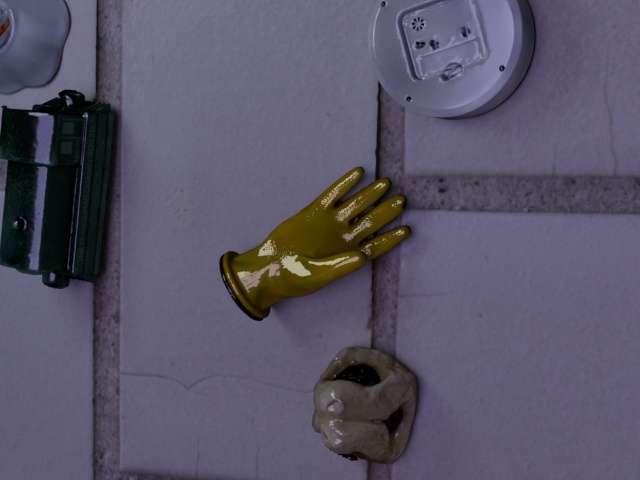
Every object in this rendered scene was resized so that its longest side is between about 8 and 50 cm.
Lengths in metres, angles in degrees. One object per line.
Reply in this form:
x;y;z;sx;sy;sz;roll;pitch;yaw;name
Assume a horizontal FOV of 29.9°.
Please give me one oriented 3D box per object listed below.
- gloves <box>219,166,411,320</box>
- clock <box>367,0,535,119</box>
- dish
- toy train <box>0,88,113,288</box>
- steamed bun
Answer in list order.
-0.001;-0.001;1.798;0.294;0.116;0.133;-31;88;17;gloves
0.183;-0.286;1.697;0.230;0.083;0.230;3;97;25;clock
-0.537;-0.360;2.023;0.229;0.081;0.229;2;95;24;dish
-0.439;-0.082;1.946;0.139;0.178;0.330;9;96;23;toy train
0.051;0.250;1.754;0.141;0.155;0.172;11;98;25;steamed bun
